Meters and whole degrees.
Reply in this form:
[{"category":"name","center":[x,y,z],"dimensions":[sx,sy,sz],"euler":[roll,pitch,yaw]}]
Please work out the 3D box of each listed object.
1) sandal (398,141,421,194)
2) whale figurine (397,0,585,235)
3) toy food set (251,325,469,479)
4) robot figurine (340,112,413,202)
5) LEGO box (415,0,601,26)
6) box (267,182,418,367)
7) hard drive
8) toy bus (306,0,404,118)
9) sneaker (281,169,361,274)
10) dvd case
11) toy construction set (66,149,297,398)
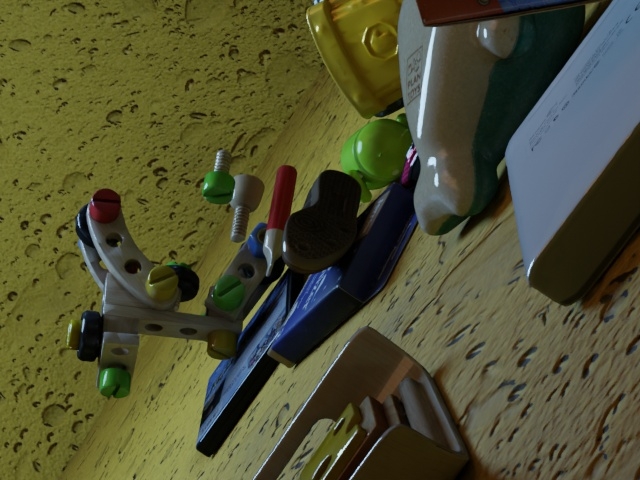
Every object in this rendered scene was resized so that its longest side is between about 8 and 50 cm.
[{"category":"sandal","center":[0.097,-0.078,1.854],"dimensions":[0.067,0.040,0.179],"euler":[-61,8,-30]},{"category":"whale figurine","center":[0.144,-0.137,1.589],"dimensions":[0.216,0.141,0.272],"euler":[141,137,-67]},{"category":"toy food set","center":[-0.013,0.178,1.263],"dimensions":[0.219,0.092,0.306],"euler":[-56,8,6]},{"category":"robot figurine","center":[0.061,-0.092,2.041],"dimensions":[0.101,0.067,0.115],"euler":[-46,4,-18]},{"category":"LEGO box","center":[0.173,-0.430,1.344],"dimensions":[0.193,0.372,0.500],"euler":[-7,27,24]},{"category":"box","center":[0.028,0.029,1.868],"dimensions":[0.136,0.036,0.225],"euler":[-61,10,-32]},{"category":"hard drive","center":[0.198,-0.090,1.256],"dimensions":[0.203,0.040,0.307],"euler":[-54,8,15]},{"category":"toy bus","center":[0.125,-0.250,2.037],"dimensions":[0.211,0.149,0.220],"euler":[-27,6,36]},{"category":"sneaker","center":[0.000,0.000,1.850],"dimensions":[0.188,0.066,0.071],"euler":[-60,-9,-61]},{"category":"dvd case","center":[-0.077,0.130,2.158],"dimensions":[0.180,0.022,0.253],"euler":[-54,7,11]},{"category":"toy construction set","center":[-0.150,0.064,2.165],"dimensions":[0.309,0.257,0.237],"euler":[-34,38,44]}]
